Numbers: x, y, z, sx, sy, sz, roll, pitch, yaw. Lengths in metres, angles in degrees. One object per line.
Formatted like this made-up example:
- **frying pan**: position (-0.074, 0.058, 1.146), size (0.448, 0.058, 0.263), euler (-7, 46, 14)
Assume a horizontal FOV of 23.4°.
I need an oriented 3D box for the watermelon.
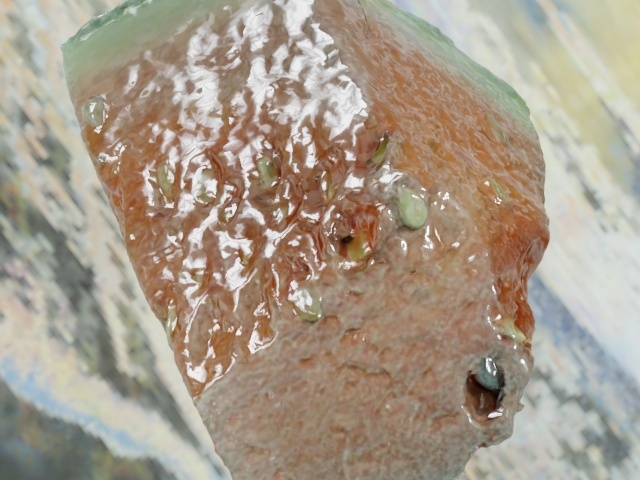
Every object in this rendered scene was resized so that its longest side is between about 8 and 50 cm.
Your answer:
- **watermelon**: position (0.000, 0.000, 0.646), size (0.140, 0.193, 0.257), euler (61, 16, -44)
